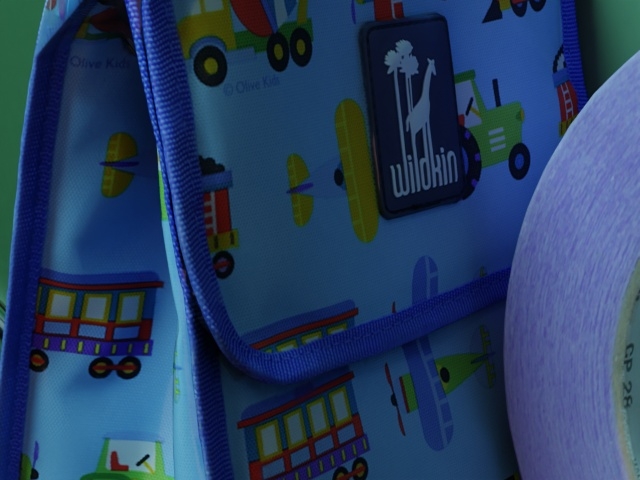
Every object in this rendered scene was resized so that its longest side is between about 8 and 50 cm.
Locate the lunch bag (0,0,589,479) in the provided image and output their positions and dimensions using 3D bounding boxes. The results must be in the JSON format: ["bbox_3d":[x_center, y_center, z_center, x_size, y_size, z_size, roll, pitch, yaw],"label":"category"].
[{"bbox_3d":[0.000,0.000,0.645,0.138,0.221,0.293,14,113,39],"label":"lunch bag"}]

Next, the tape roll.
[{"bbox_3d":[0.191,0.049,0.576,0.274,0.090,0.275,14,112,38],"label":"tape roll"}]
